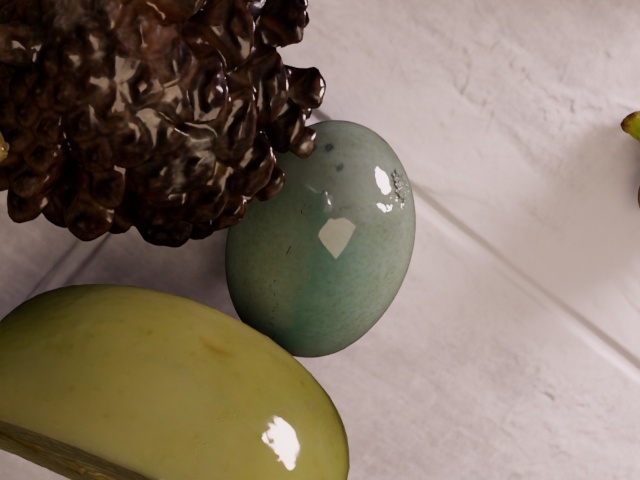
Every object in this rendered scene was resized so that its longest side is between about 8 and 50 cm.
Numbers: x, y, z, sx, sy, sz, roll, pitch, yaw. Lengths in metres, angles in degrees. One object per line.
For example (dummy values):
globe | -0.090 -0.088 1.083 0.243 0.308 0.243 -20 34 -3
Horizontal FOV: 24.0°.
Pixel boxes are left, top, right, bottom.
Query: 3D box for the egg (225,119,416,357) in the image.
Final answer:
egg | 0.000 0.000 1.380 0.169 0.169 0.236 3 127 -16

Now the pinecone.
pinecone | -0.140 -0.139 1.249 0.296 0.242 0.298 21 105 -21

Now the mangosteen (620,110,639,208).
mangosteen | 0.386 -0.064 1.471 0.181 0.146 0.156 23 107 -22

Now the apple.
apple | -0.159 0.185 1.328 0.360 0.311 0.320 24 119 5

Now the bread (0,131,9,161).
bread | -0.364 -0.111 1.193 0.110 0.234 0.184 -18 165 -44
